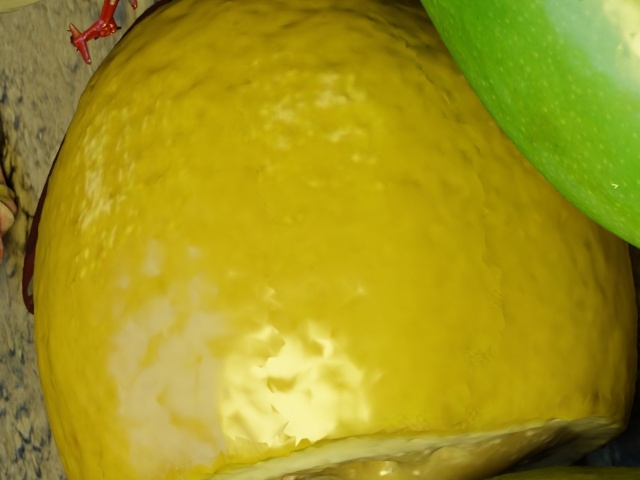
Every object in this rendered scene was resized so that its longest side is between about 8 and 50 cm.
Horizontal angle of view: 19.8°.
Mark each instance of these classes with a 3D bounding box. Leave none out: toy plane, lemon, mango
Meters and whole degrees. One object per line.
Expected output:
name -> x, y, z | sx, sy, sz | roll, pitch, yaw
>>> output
toy plane -> -0.156, -0.218, 1.490 | 0.126, 0.077, 0.194 | 49, 141, 42
lemon -> 0.000, 0.000, 1.050 | 0.364, 0.364, 0.364 | 27, 122, 53
mango -> 0.148, -0.153, 0.877 | 0.225, 0.201, 0.382 | -38, 67, 30

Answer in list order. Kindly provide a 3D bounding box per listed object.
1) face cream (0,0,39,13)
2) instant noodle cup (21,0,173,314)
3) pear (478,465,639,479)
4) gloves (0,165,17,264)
face cream -> -0.296, -0.302, 1.592 | 0.153, 0.177, 0.177 | 37, 130, 48
instant noodle cup -> -0.137, -0.053, 1.448 | 0.274, 0.090, 0.274 | -49, 27, 37
pear -> 0.162, 0.286, 0.863 | 0.413, 0.352, 0.352 | 14, 114, 30
gloves -> -0.376, -0.048, 1.882 | 0.145, 0.126, 0.241 | 131, 151, -59
